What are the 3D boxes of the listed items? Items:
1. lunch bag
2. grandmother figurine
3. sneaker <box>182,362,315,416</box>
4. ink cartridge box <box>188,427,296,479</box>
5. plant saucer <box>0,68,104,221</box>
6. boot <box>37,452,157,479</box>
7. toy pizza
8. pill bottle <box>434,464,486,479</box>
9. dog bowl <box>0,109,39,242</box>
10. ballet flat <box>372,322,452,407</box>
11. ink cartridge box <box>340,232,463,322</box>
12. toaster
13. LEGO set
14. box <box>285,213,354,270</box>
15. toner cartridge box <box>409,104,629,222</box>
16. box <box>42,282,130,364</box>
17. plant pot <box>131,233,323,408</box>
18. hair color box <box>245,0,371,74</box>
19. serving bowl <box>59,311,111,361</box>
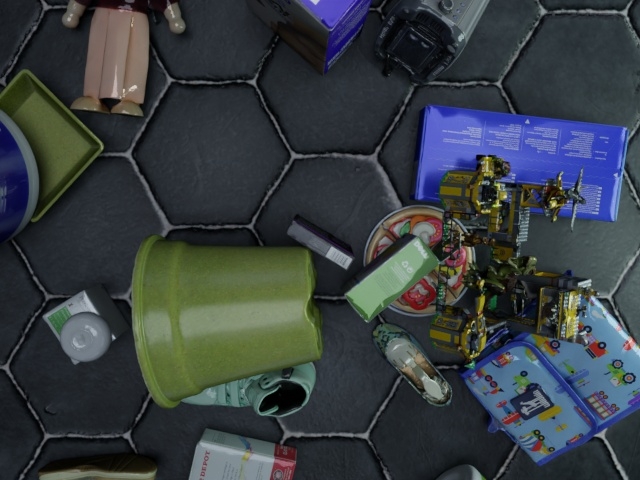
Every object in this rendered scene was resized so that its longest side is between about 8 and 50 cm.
[{"bbox_3d":[0.404,0.237,1.172,0.293,0.138,0.221,-42,93,14],"label":"lunch bag"},{"bbox_3d":[-0.330,-0.384,1.119,0.207,0.104,0.342,4,96,-10],"label":"grandmother figurine"},{"bbox_3d":[-0.136,0.247,1.136,0.255,0.151,0.094,-6,95,1],"label":"sneaker"},{"bbox_3d":[-0.141,0.420,1.186,0.175,0.072,0.127,14,94,-2],"label":"ink cartridge box"},{"bbox_3d":[-0.492,-0.162,1.150,0.188,0.045,0.188,45,98,-4],"label":"plant saucer"},{"bbox_3d":[-0.387,0.472,1.185,0.213,0.077,0.165,-5,93,5],"label":"boot"},{"bbox_3d":[0.177,0.037,1.186,0.201,0.032,0.201,0,94,-1],"label":"toy pizza"},{"bbox_3d":[0.298,0.528,1.169,0.136,0.136,0.246,-42,94,2],"label":"pill bottle"},{"bbox_3d":[-0.609,-0.104,1.092,0.264,0.104,0.265,3,107,12],"label":"dog bowl"},{"bbox_3d":[0.168,0.222,1.183,0.188,0.070,0.070,44,92,-3],"label":"ballet flat"},{"bbox_3d":[0.134,0.041,1.114,0.209,0.109,0.062,-39,94,1],"label":"ink cartridge box"},{"bbox_3d":[0.182,-0.358,1.084,0.129,0.227,0.146,34,75,-4],"label":"toaster"},{"bbox_3d":[0.307,0.036,1.004,0.192,0.255,0.331,9,92,42],"label":"LEGO set"},{"bbox_3d":[0.000,0.000,1.117,0.116,0.162,0.029,31,97,-2],"label":"box"},{"bbox_3d":[0.338,-0.131,1.156,0.347,0.075,0.165,7,95,-1],"label":"toner cartridge box"},{"bbox_3d":[-0.400,0.142,1.149,0.087,0.102,0.101,-32,94,-1],"label":"box"},{"bbox_3d":[-0.129,0.112,1.058,0.253,0.276,0.276,-7,94,3],"label":"plant pot"},{"bbox_3d":[-0.026,-0.372,1.002,0.185,0.339,0.110,41,94,-3],"label":"hair color box"},{"bbox_3d":[-0.385,0.159,1.085,0.083,0.027,0.083,0,95,-1],"label":"serving bowl"}]
